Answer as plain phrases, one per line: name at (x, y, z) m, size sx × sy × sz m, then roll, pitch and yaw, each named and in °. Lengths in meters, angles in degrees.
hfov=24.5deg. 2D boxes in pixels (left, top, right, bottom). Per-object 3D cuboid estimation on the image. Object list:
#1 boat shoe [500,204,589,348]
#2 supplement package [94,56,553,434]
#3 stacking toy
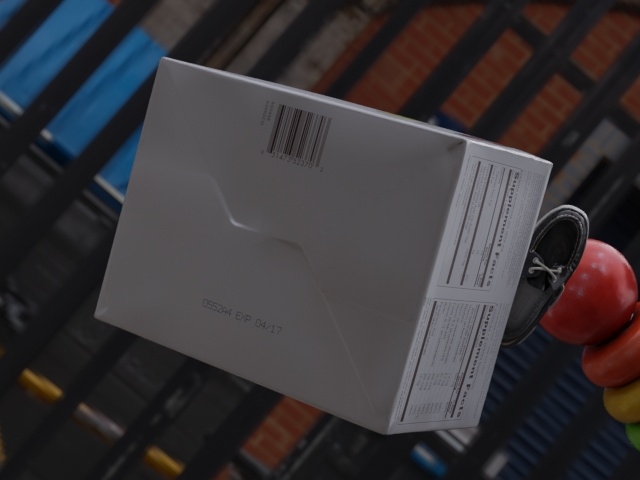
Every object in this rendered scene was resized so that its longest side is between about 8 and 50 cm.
boat shoe at (0.167, 0.030, 1.136) m, size 0.046 × 0.125 × 0.038 m, roll 32°, pitch 25°, yaw -1°
supplement package at (0.000, 0.000, 1.063) m, size 0.262 × 0.204 × 0.145 m, roll 18°, pitch 6°, yaw 31°
stacking toy at (0.297, 0.135, 1.235) m, size 0.330 × 0.141 × 0.141 m, roll 47°, pitch -7°, yaw -8°
